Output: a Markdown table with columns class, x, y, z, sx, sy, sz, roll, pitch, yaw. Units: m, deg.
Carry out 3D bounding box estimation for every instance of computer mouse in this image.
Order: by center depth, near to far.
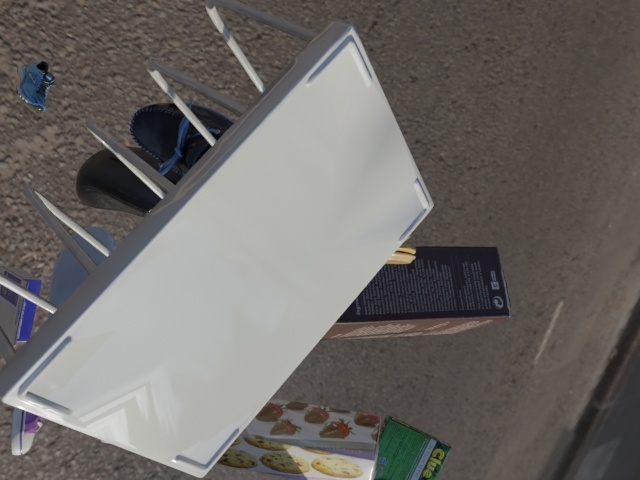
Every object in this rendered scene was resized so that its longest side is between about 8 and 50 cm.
| class | x | y | z | sx | sy | sz | roll | pitch | yaw |
| --- | --- | --- | --- | --- | --- | --- | --- | --- | --- |
| computer mouse | -0.298 | -0.109 | 1.025 | 0.072 | 0.272 | 0.188 | 73 | 34 | -45 |

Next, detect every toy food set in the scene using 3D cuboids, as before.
| class | x | y | z | sx | sy | sz | roll | pitch | yaw |
| --- | --- | --- | --- | --- | --- | --- | --- | --- | --- |
| toy food set | 0.065 | 0.013 | 0.694 | 0.083 | 0.082 | 0.020 | 34 | 60 | -79 |

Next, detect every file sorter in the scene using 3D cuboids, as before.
| class | x | y | z | sx | sy | sz | roll | pitch | yaw |
| --- | --- | --- | --- | --- | --- | --- | --- | --- | --- |
| file sorter | -0.088 | -0.010 | 0.460 | 0.278 | 0.173 | 0.193 | -49 | 141 | -9 |

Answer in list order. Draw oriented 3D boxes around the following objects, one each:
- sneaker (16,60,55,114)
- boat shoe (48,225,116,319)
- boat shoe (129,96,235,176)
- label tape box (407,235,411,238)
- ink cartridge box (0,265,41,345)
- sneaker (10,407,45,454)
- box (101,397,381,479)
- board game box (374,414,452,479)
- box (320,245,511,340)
| class | x | y | z | sx | sy | sz | roll | pitch | yaw |
| --- | --- | --- | --- | --- | --- | --- | --- | --- | --- |
| sneaker | -0.645 | -0.358 | 1.417 | 0.073 | 0.162 | 0.063 | -25 | 149 | 3 |
| boat shoe | -0.325 | 0.095 | 0.863 | 0.076 | 0.080 | 0.228 | 63 | 36 | -85 |
| boat shoe | -0.137 | -0.114 | 0.784 | 0.089 | 0.258 | 0.109 | -40 | 145 | -61 |
| label tape box | 0.000 | 0.000 | 1.429 | 0.333 | 0.240 | 0.106 | -37 | 134 | -9 |
| ink cartridge box | -0.870 | 0.181 | 1.780 | 0.069 | 0.371 | 0.176 | 12 | 87 | -35 |
| sneaker | -0.630 | 0.369 | 1.476 | 0.161 | 0.102 | 0.282 | 14 | 69 | -18 |
| box | -0.094 | 0.217 | 0.713 | 0.063 | 0.324 | 0.067 | -71 | 168 | -55 |
| board game box | 0.126 | 0.469 | 1.151 | 0.136 | 0.030 | 0.260 | 27 | 89 | -5 |
| box | 0.122 | 0.098 | 1.118 | 0.381 | 0.191 | 0.143 | -1 | 73 | -24 |
